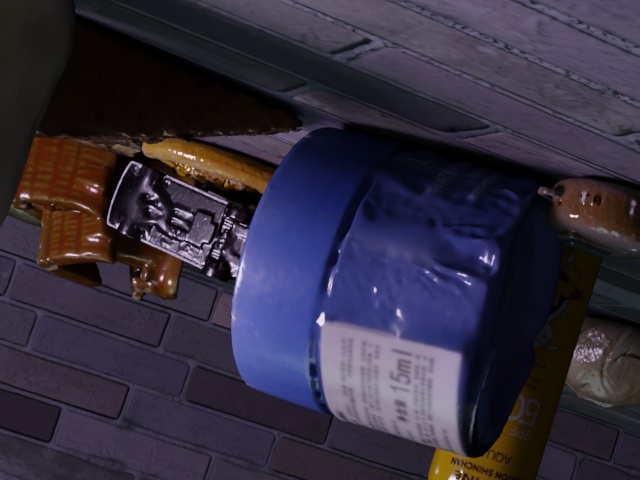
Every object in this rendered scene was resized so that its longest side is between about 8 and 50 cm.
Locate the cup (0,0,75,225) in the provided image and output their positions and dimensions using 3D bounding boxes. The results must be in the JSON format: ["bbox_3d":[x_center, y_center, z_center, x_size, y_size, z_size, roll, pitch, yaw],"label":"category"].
[{"bbox_3d":[-0.290,-0.119,1.201,0.173,0.202,0.255,19,173,-4],"label":"cup"}]

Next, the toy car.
[{"bbox_3d":[-0.135,-0.016,1.768,0.209,0.089,0.108,23,-179,28],"label":"toy car"}]

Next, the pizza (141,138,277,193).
[{"bbox_3d":[-0.115,-0.079,1.756,0.178,0.041,0.131,19,175,-4],"label":"pizza"}]

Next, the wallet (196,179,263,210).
[{"bbox_3d":[0.000,0.000,1.973,0.342,0.075,0.237,19,175,-13],"label":"wallet"}]

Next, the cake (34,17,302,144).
[{"bbox_3d":[-0.160,-0.131,1.361,0.295,0.113,0.116,7,-179,-26],"label":"cake"}]

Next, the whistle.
[{"bbox_3d":[0.273,-0.001,1.280,0.220,0.057,0.107,18,173,-18],"label":"whistle"}]

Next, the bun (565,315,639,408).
[{"bbox_3d":[0.394,0.170,2.097,0.173,0.113,0.166,16,173,2],"label":"bun"}]

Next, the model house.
[{"bbox_3d":[-0.280,-0.037,1.949,0.229,0.199,0.219,16,162,-13],"label":"model house"}]

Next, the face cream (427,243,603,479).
[{"bbox_3d":[0.183,0.157,1.544,0.105,0.349,0.105,18,174,2],"label":"face cream"}]

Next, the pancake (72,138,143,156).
[{"bbox_3d":[-0.308,-0.152,1.737,0.288,0.033,0.286,23,170,-40],"label":"pancake"}]

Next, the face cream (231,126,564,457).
[{"bbox_3d":[0.075,0.044,1.352,0.225,0.249,0.249,16,173,19],"label":"face cream"}]

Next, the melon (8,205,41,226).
[{"bbox_3d":[-0.402,-0.079,2.219,0.167,0.114,0.114,24,172,-17],"label":"melon"}]
